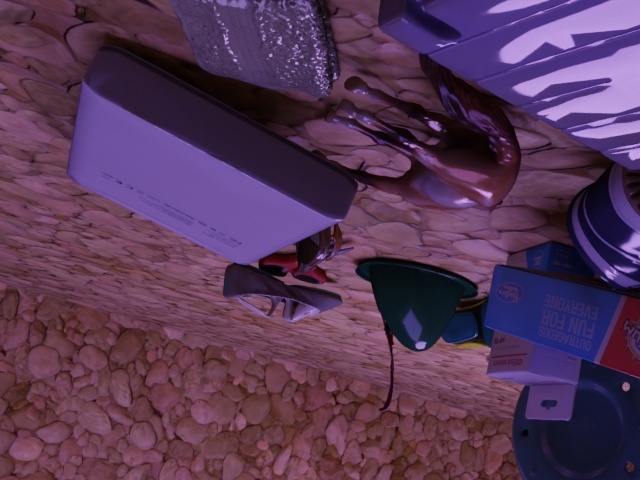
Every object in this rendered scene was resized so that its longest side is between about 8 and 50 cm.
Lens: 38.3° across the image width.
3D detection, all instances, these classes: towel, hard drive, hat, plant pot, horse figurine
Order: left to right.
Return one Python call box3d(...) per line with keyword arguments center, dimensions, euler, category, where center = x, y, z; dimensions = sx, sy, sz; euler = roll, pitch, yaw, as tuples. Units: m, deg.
box3d(center=(-0.126, -0.061, 0.890), dimensions=(0.233, 0.047, 0.353), euler=(28, 166, -12), category="hard drive")
box3d(center=(-0.043, -0.137, 0.624), dimensions=(0.110, 0.027, 0.148), euler=(11, 167, 7), category="towel")
box3d(center=(0.123, 0.143, 1.288), dimensions=(0.172, 0.184, 0.208), euler=(3, 164, 35), category="hat")
box3d(center=(0.088, -0.067, 0.712), dimensions=(0.174, 0.066, 0.263), euler=(22, 169, -4), category="horse figurine")
box3d(center=(0.369, 0.239, 1.092), dimensions=(0.235, 0.293, 0.293), euler=(18, 167, -40), category="plant pot")

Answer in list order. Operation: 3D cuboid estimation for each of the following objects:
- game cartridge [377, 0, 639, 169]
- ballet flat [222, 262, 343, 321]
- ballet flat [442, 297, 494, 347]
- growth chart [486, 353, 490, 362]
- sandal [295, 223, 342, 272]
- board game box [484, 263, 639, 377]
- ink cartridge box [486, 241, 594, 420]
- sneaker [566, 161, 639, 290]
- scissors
box3d(center=(0.220, -0.114, 0.407), dimensions=(0.230, 0.068, 0.355), euler=(17, 167, -32), category="game cartridge")
box3d(center=(-0.060, 0.091, 1.425), dimensions=(0.213, 0.068, 0.072), euler=(21, 165, -33), category="ballet flat")
box3d(center=(0.257, 0.122, 1.349), dimensions=(0.077, 0.077, 0.231), euler=(-5, 176, -21), category="ballet flat")
box3d(center=(0.337, 0.145, 1.287), dimensions=(0.171, 0.021, 0.237), euler=(-15, 174, -14), category="growth chart")
box3d(center=(0.000, 0.000, 1.079), dimensions=(0.049, 0.072, 0.180), euler=(-1, 170, -6), category="sandal")
box3d(center=(0.354, 0.088, 0.872), dimensions=(0.316, 0.064, 0.242), euler=(8, -176, -30), category="board game box")
box3d(center=(0.239, 0.101, 1.012), dimensions=(0.060, 0.180, 0.104), euler=(16, 166, -13), category="ink cartridge box")
box3d(center=(0.328, 0.005, 0.703), dimensions=(0.282, 0.099, 0.153), euler=(19, 164, -6), category="sneaker")
box3d(center=(-0.027, 0.028, 1.310), dimensions=(0.108, 0.021, 0.297), euler=(16, 168, -5), category="scissors")
